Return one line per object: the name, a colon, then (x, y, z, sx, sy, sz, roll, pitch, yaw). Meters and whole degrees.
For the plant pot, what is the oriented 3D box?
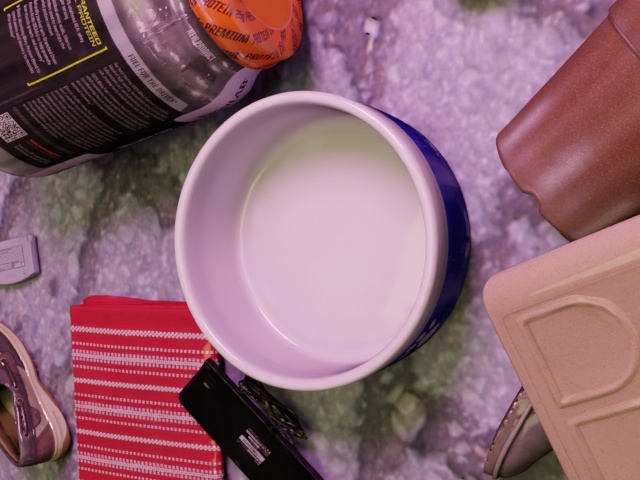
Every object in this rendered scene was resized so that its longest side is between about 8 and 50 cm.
plant pot: (0.233, -0.086, 0.581, 0.165, 0.167, 0.167, -45, 72, 29)

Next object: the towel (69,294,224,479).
towel: (-0.192, 0.200, 0.872, 0.198, 0.031, 0.275, -1, 92, 25)

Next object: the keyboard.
keyboard: (-0.055, 0.197, 0.797, 0.192, 0.038, 0.100, 45, 122, 7)

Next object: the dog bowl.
dog bowl: (0.000, 0.000, 0.727, 0.265, 0.104, 0.265, 1, 92, 28)

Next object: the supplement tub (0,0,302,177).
supplement tub: (-0.201, -0.200, 0.770, 0.338, 0.207, 0.207, -15, 84, 27)

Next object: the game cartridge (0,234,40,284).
game cartridge: (-0.386, 0.027, 0.978, 0.083, 0.017, 0.056, -10, 83, 27)

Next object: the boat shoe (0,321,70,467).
boat shoe: (-0.391, 0.180, 0.950, 0.223, 0.073, 0.080, 48, 110, 18)

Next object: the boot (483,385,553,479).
boot: (0.258, 0.166, 0.622, 0.208, 0.076, 0.190, 32, 107, 16)

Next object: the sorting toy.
sorting toy: (0.290, 0.076, 0.524, 0.307, 0.041, 0.229, -26, 86, 29)
